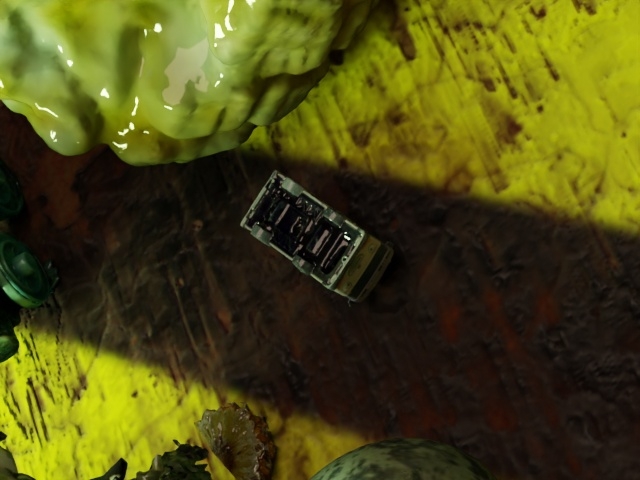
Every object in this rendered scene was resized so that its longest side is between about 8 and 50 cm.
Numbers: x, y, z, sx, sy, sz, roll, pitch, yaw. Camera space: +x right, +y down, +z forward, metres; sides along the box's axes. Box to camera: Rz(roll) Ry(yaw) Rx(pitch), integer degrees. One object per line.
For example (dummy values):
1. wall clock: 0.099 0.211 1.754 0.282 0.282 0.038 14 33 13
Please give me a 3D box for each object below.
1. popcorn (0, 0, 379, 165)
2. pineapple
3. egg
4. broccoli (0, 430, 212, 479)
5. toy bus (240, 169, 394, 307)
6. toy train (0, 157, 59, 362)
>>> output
1. popcorn: -0.110 -0.225 1.387 0.334 0.294 0.292 10 38 9
2. pineapple: -0.054 0.138 1.336 0.045 0.019 0.083 -49 52 12
3. egg: 0.043 0.189 1.187 0.172 0.132 0.132 -17 64 39
4. broccoli: -0.253 0.199 1.279 0.361 0.221 0.252 21 97 22
5. toy bus: 0.000 0.000 1.328 0.102 0.058 0.052 35 94 41
6. toy train: -0.298 -0.002 1.455 0.112 0.163 0.203 -35 58 16
